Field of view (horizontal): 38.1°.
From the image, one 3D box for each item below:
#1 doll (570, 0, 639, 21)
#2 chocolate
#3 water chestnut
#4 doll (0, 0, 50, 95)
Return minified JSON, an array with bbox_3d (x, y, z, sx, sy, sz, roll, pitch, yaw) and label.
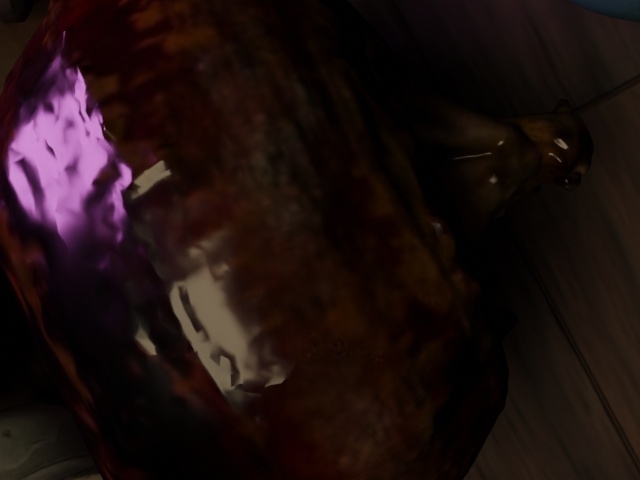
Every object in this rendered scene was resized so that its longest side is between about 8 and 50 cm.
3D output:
[{"bbox_3d":[0.139,-0.214,0.429,0.314,0.141,0.177,43,155,-30],"label":"doll"},{"bbox_3d":[-0.242,0.220,0.807,0.147,0.221,0.221,54,127,41],"label":"chocolate"},{"bbox_3d":[0.000,0.000,0.510,0.302,0.350,0.350,-26,89,5],"label":"water chestnut"},{"bbox_3d":[-0.196,-0.159,0.612,0.174,0.235,0.330,-5,115,-1],"label":"doll"}]
